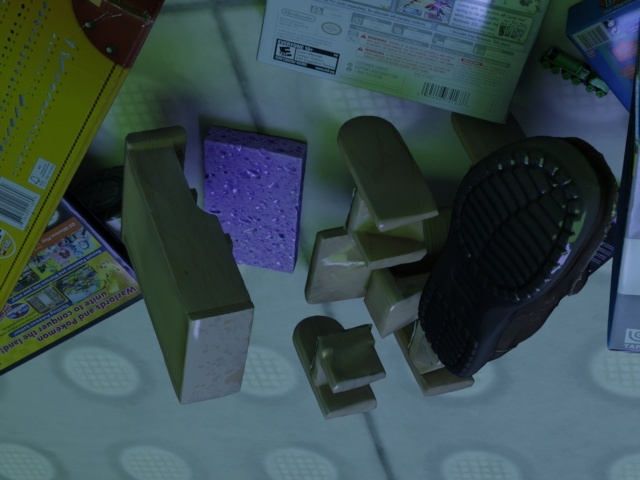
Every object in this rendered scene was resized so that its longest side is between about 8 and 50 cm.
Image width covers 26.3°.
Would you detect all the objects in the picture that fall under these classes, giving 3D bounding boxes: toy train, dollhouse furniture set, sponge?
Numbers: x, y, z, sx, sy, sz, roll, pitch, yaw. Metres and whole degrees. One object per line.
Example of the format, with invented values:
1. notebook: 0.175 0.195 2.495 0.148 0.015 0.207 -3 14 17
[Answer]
1. toy train: 0.263 -0.173 1.405 0.083 0.017 0.024 26 128 -12
2. dollhouse furniture set: 0.000 0.000 1.535 0.394 0.256 0.362 -11 143 -19
3. sponge: -0.081 -0.044 1.635 0.117 0.031 0.210 11 138 4

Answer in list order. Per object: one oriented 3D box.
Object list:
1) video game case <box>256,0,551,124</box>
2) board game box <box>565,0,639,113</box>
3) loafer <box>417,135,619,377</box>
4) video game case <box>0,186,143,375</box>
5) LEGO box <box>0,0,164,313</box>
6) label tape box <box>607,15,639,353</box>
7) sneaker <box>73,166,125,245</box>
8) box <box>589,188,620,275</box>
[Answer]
1. video game case: 0.086 -0.249 1.339 0.269 0.061 0.244 14 140 0
2. board game box: 0.366 -0.177 1.347 0.160 0.047 0.210 -23 125 34
3. loafer: 0.200 0.004 1.331 0.130 0.134 0.366 -23 161 -24
4. video game case: -0.378 0.034 1.620 0.275 0.035 0.248 -28 124 18
5. LEGO box: -0.271 -0.198 1.265 0.193 0.372 0.500 26 137 -12
6. label tape box: 0.328 -0.089 1.235 0.106 0.241 0.334 5 137 11
7. sneaker: -0.324 0.005 1.707 0.297 0.111 0.129 -9 138 25
8. box: 0.286 -0.011 1.568 0.116 0.029 0.162 27 138 -13
